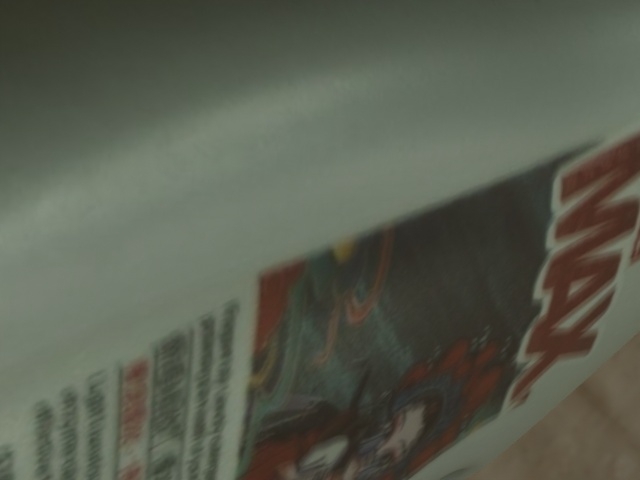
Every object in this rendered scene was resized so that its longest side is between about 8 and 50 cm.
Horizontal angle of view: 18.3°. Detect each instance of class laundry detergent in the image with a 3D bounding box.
[{"bbox_3d":[0.000,0.000,0.482,0.398,0.264,0.125,-27,-121,-31],"label":"laundry detergent"}]
